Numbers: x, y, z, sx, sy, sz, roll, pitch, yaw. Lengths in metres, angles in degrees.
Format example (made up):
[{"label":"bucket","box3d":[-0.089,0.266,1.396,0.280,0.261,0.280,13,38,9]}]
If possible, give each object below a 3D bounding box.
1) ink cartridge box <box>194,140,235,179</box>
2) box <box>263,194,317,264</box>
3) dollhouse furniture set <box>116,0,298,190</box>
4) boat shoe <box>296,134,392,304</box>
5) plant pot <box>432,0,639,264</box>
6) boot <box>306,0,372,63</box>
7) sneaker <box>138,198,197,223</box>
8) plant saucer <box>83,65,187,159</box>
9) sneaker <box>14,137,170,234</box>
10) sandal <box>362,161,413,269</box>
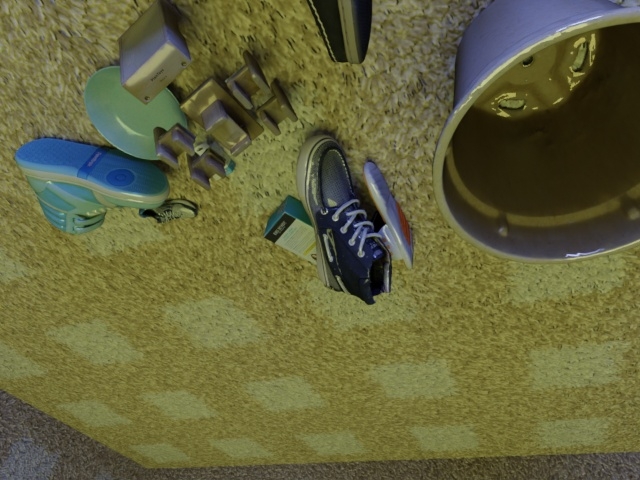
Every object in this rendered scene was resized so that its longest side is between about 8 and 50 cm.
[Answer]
[{"label":"ink cartridge box","box3d":[-0.221,-0.169,0.902,0.048,0.028,0.083,-20,129,26]},{"label":"box","box3d":[0.000,0.000,1.019,0.244,0.060,0.100,29,131,-20]},{"label":"dollhouse furniture set","box3d":[-0.202,-0.250,0.741,0.212,0.161,0.242,-35,140,14]},{"label":"boat shoe","box3d":[0.061,-0.033,0.857,0.158,0.127,0.341,23,135,45]},{"label":"plant pot","box3d":[0.312,-0.190,0.603,0.333,0.306,0.334,4,135,4]},{"label":"boot","box3d":[-0.101,-0.382,0.537,0.283,0.138,0.378,-5,137,21]},{"label":"sneaker","box3d":[-0.352,-0.062,1.011,0.135,0.058,0.052,6,136,2]},{"label":"plant saucer","box3d":[-0.344,-0.244,0.838,0.194,0.038,0.195,4,135,4]},{"label":"sneaker","box3d":[-0.471,-0.090,0.957,0.318,0.127,0.208,16,134,5]},{"label":"sandal","box3d":[0.128,-0.047,0.935,0.076,0.102,0.265,-16,122,25]}]
